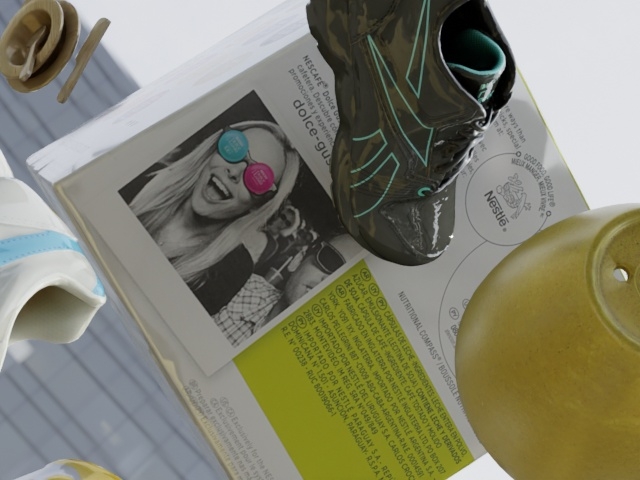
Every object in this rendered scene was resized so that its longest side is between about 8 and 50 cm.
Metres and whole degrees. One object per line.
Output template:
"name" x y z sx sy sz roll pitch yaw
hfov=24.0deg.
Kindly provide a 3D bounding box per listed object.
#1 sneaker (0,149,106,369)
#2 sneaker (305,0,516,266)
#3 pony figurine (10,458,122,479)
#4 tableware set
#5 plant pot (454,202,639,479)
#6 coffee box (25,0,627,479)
"sneaker" -0.178 0.044 0.575 0.092 0.228 0.087 44 -42 8
"sneaker" 0.063 -0.077 0.932 0.106 0.101 0.267 15 -39 26
"pony figurine" -0.291 0.144 0.590 0.350 0.363 0.303 20 -74 13
"tableware set" -0.213 -0.214 1.248 0.128 0.194 0.039 24 -6 45
"plant pot" 0.130 0.037 0.622 0.134 0.134 0.095 38 -25 12
"coffee box" 0.000 0.000 1.210 0.338 0.334 0.337 60 -9 -13
